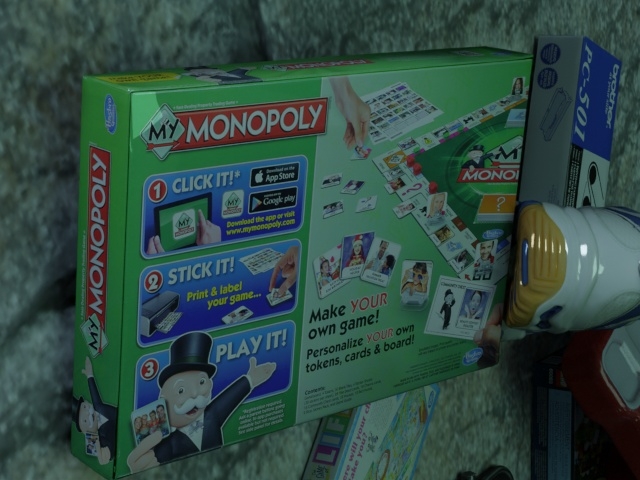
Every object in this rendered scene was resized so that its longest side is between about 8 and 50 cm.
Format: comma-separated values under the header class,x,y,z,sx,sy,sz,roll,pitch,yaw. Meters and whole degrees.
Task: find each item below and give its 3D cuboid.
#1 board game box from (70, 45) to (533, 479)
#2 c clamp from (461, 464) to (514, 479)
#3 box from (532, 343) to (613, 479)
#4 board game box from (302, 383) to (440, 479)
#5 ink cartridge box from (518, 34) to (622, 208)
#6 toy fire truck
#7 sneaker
class,x,y,z,sx,sy,sz,roll,pitch,yaw
board game box,0.000,0.000,0.832,0.317,0.046,0.214,-10,111,-42
c clamp,0.136,0.260,1.186,0.137,0.022,0.161,-33,120,-56
box,0.273,0.170,1.352,0.233,0.044,0.159,-17,108,-54
board game box,0.033,0.155,1.007,0.103,0.026,0.154,46,57,-49
ink cartridge box,0.216,-0.067,1.234,0.097,0.046,0.207,14,82,-57
toy fire truck,0.341,0.111,1.283,0.254,0.169,0.302,56,45,-18
sneaker,0.192,0.027,1.040,0.296,0.131,0.112,-92,-174,-87
